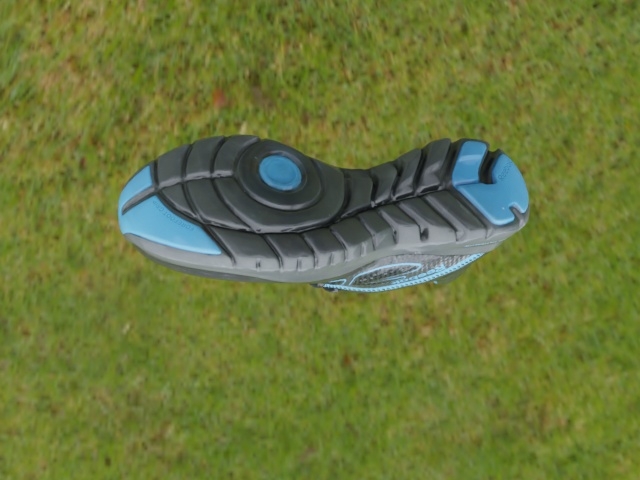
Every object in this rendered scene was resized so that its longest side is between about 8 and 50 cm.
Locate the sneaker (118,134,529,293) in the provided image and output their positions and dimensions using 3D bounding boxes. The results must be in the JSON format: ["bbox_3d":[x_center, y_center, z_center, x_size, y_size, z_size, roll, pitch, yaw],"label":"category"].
[{"bbox_3d":[0.000,0.000,1.102,0.340,0.125,0.140,0,148,-23],"label":"sneaker"}]
